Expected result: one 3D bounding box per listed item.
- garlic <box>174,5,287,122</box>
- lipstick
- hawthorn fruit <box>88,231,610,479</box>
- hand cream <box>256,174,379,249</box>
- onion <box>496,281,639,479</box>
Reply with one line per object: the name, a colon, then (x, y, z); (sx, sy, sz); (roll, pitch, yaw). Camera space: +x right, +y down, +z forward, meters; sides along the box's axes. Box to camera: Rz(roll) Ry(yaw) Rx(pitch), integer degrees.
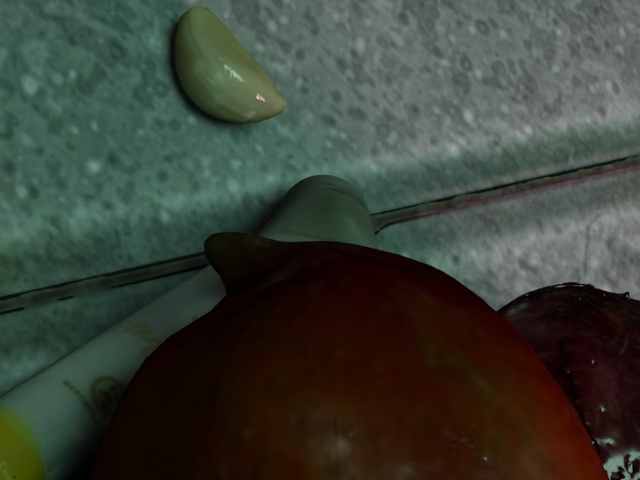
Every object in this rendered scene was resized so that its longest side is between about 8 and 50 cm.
garlic: (-0.059, -0.104, 1.158); (0.083, 0.041, 0.053); (54, 42, -2)
lipstick: (-0.115, 0.081, 1.021); (0.264, 0.059, 0.059); (-34, 97, -43)
hawthorn fruit: (0.021, 0.162, 0.944); (0.295, 0.295, 0.311); (17, 87, -36)
hand cream: (0.000, 0.000, 1.101); (0.087, 0.186, 0.054); (13, 101, -1)
onion: (0.186, 0.138, 1.157); (0.252, 0.219, 0.252); (27, 49, -36)
